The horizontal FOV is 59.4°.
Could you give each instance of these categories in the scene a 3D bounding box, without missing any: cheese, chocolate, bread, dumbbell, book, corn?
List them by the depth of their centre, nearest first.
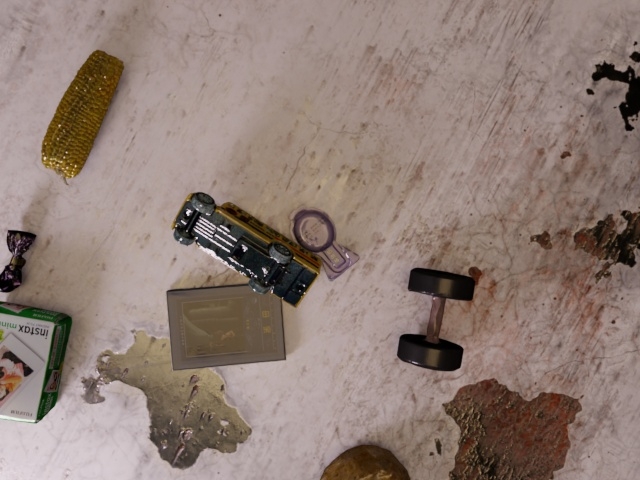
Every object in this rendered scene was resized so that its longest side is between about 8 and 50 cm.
[{"bbox_3d":[-0.537,-0.276,1.249,0.101,0.101,0.310,22,91,-5],"label":"corn"},{"bbox_3d":[-0.689,0.049,1.270,0.070,0.072,0.147,6,102,-45],"label":"chocolate"},{"bbox_3d":[0.268,0.181,1.303,0.152,0.152,0.218,9,91,-5],"label":"dumbbell"},{"bbox_3d":[0.111,0.600,1.319,0.230,0.123,0.230,0,89,-4],"label":"bread"},{"bbox_3d":[-0.221,0.201,1.326,0.269,0.025,0.191,-4,92,-4],"label":"book"},{"bbox_3d":[0.000,0.000,1.330,0.105,0.042,0.191,-38,95,-2],"label":"cheese"}]

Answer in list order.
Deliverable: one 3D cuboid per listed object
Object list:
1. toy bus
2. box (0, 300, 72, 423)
[{"bbox_3d":[-0.163,0.011,1.270,0.335,0.123,0.121,33,114,-4],"label":"toy bus"},{"bbox_3d":[-0.673,0.268,1.253,0.180,0.103,0.250,10,91,-6],"label":"box"}]
